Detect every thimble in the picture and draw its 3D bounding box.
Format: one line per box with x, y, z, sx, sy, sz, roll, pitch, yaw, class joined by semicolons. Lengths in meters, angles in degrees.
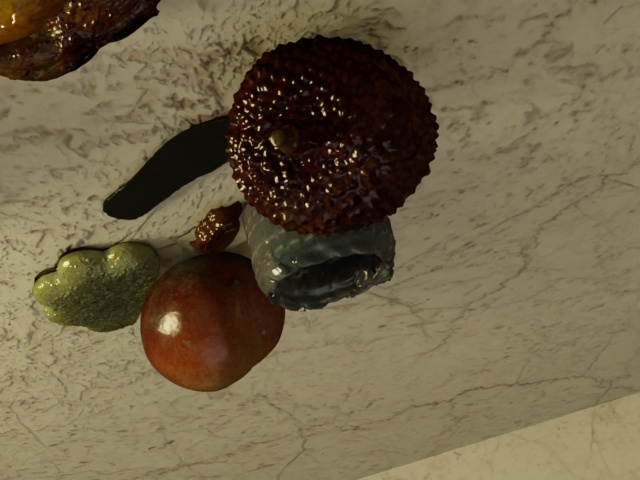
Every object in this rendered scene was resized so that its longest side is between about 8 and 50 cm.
0.000;0.000;1.641;0.236;0.172;0.205;-11;153;-13;thimble

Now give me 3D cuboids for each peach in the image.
-0.188;0.134;1.759;0.253;0.252;0.252;-8;150;-5;peach

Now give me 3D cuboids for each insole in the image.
-0.224;-0.108;1.554;0.110;0.012;0.309;19;139;-42;insole

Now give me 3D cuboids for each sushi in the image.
-0.175;-0.019;1.680;0.052;0.055;0.120;-2;145;-35;sushi

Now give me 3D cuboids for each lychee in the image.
0.015;-0.134;1.337;0.276;0.275;0.304;-27;177;26;lychee

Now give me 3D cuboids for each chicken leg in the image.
-0.314;-0.250;1.174;0.323;0.083;0.177;-24;166;25;chicken leg

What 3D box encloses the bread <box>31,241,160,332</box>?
-0.405;0.090;1.795;0.207;0.056;0.286;0;147;-21;bread

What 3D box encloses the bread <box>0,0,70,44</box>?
-0.293;-0.309;0.968;0.268;0.268;0.146;-29;135;28;bread
